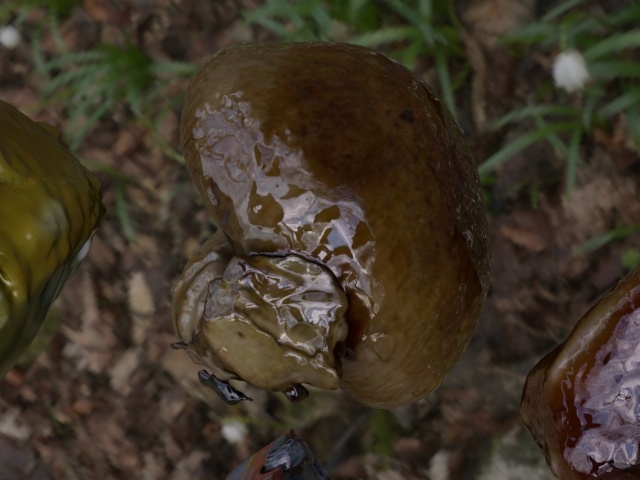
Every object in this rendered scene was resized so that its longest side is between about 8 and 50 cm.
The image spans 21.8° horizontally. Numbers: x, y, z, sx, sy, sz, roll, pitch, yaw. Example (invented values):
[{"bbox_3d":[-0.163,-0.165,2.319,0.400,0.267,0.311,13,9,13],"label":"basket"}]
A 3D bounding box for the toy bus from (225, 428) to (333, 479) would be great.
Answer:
[{"bbox_3d":[-0.030,0.171,0.938,0.077,0.065,0.192,-36,7,14],"label":"toy bus"}]

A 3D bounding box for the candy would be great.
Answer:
[{"bbox_3d":[-0.209,0.046,0.768,0.118,0.260,0.260,43,87,-3],"label":"candy"}]

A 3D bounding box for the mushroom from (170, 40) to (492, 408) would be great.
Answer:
[{"bbox_3d":[0.009,-0.009,1.142,0.195,0.263,0.283,-11,40,38],"label":"mushroom"}]

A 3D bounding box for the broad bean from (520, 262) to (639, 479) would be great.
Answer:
[{"bbox_3d":[0.165,0.047,0.702,0.165,0.114,0.084,-42,43,8],"label":"broad bean"}]
